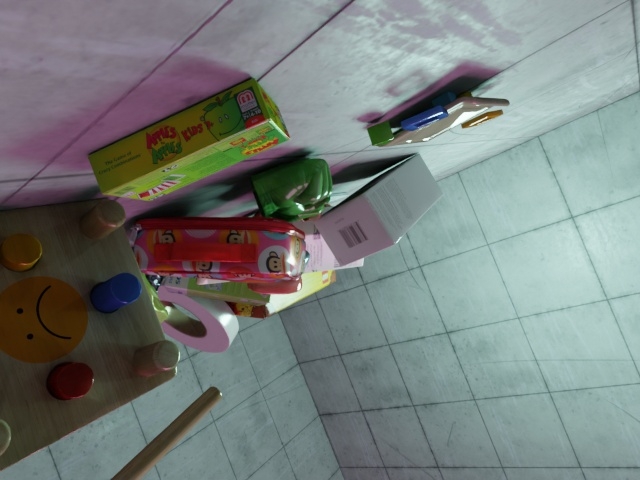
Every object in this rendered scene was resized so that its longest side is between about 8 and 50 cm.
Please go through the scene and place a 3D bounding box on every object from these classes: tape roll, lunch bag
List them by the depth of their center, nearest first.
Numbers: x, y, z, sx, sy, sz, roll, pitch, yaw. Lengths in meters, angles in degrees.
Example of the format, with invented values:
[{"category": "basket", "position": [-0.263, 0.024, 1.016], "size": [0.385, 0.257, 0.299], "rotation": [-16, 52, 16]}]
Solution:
[{"category": "lunch bag", "position": [-0.181, 0.020, 0.800], "size": [0.293, 0.120, 0.258], "rotation": [1, 177, 7]}, {"category": "tape roll", "position": [-0.473, 0.251, 1.540], "size": [0.392, 0.392, 0.072], "rotation": [-24, -152, 45]}]

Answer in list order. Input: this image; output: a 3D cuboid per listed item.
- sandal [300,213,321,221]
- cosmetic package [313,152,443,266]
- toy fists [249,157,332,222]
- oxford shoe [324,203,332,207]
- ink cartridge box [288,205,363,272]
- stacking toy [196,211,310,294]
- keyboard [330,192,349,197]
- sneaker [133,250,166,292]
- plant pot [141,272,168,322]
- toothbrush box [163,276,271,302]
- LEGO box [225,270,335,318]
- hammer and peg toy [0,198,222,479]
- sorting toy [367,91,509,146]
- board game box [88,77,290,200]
[{"category": "sandal", "position": [-0.065, -0.074, 1.145], "size": [0.079, 0.088, 0.240], "rotation": [-28, -176, -13]}, {"category": "cosmetic package", "position": [0.174, -0.092, 1.236], "size": [0.197, 0.155, 0.365], "rotation": [-27, -172, 40]}, {"category": "toy fists", "position": [-0.051, -0.088, 0.853], "size": [0.142, 0.096, 0.279], "rotation": [-22, 177, -7]}, {"category": "oxford shoe", "position": [-0.011, -0.085, 1.592], "size": [0.130, 0.123, 0.348], "rotation": [-65, 169, -6]}, {"category": "ink cartridge box", "position": [0.000, 0.000, 1.413], "size": [0.273, 0.115, 0.198], "rotation": [-7, 139, -7]}, {"category": "stacking toy", "position": [-0.182, 0.008, 1.079], "size": [0.279, 0.130, 0.309], "rotation": [6, -164, -27]}, {"category": "keyboard", "position": [0.016, -0.135, 1.450], "size": [0.072, 0.014, 0.256], "rotation": [-23, 177, 27]}, {"category": "sneaker", "position": [-0.407, 0.123, 0.995], "size": [0.300, 0.121, 0.111], "rotation": [-49, 148, -4]}, {"category": "plant pot", "position": [-0.442, 0.139, 0.822], "size": [0.254, 0.276, 0.276], "rotation": [-33, -178, -19]}, {"category": "toothbrush box", "position": [-0.289, 0.107, 1.268], "size": [0.283, 0.122, 0.206], "rotation": [10, 167, -14]}, {"category": "LEGO box", "position": [-0.221, 0.122, 1.718], "size": [0.372, 0.193, 0.500], "rotation": [0, -170, 31]}, {"category": "hammer and peg toy", "position": [-0.285, 0.136, 0.488], "size": [0.127, 0.361, 0.266], "rotation": [-23, 178, 36]}, {"category": "sorting toy", "position": [0.216, -0.225, 0.797], "size": [0.196, 0.047, 0.347], "rotation": [-18, -179, 42]}, {"category": "board game box", "position": [-0.130, -0.097, 0.459], "size": [0.181, 0.043, 0.092], "rotation": [-22, 179, 8]}]
